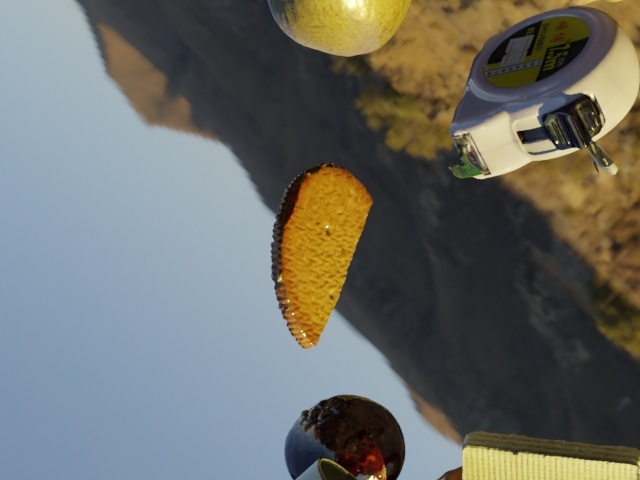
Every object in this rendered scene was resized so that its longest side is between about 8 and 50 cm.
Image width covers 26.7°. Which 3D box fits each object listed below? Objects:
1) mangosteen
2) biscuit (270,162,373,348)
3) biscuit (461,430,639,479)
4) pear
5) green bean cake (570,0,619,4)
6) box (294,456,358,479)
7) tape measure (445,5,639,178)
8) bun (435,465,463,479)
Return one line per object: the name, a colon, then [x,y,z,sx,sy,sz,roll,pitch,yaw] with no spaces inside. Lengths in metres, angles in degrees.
mangosteen: [0.039,0.299,1.823,0.172,0.173,0.184,-18,-91,-83]
biscuit: [-0.008,-0.002,1.364,0.025,0.206,0.126,-6,136,34]
biscuit: [0.261,0.275,1.537,0.040,0.200,0.121,-69,-21,-50]
pear: [0.025,-0.342,1.754,0.228,0.188,0.211,-66,-31,-51]
green bean cake: [0.371,-0.342,1.391,0.131,0.224,0.230,70,160,8]
box: [0.021,0.384,1.562,0.226,0.149,0.226,46,-176,-4]
tape measure: [0.234,-0.148,1.364,0.105,0.178,0.196,57,-138,-31]
bun: [0.282,0.386,1.832,0.299,0.164,0.299,18,161,7]
